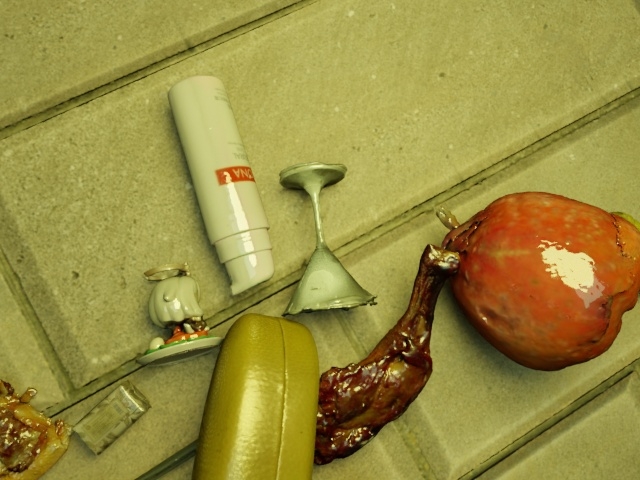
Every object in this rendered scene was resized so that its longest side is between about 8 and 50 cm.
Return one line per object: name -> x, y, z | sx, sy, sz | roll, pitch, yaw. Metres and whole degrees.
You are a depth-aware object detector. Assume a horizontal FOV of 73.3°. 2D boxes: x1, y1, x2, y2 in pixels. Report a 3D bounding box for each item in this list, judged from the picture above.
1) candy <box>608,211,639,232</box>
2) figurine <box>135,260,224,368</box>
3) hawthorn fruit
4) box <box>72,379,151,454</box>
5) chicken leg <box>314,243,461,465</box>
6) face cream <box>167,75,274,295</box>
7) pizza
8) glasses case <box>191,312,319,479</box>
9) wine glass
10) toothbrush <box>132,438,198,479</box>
candy -> 0.567, 0.035, 0.778 | 0.199, 0.094, 0.106 | 35, 80, -9
figurine -> -0.231, 0.108, 0.671 | 0.132, 0.132, 0.153 | -15, 73, -8
hawthorn fruit -> 0.311, 0.037, 0.673 | 0.307, 0.276, 0.276 | 32, 80, 20
box -> -0.322, 0.274, 0.669 | 0.098, 0.045, 0.062 | -41, 90, -8
chicken leg -> 0.099, 0.189, 0.683 | 0.158, 0.096, 0.407 | 32, 98, -26
face cream -> -0.155, -0.088, 0.702 | 0.102, 0.102, 0.345 | -18, 86, -8
pizza -> -0.477, 0.277, 0.638 | 0.154, 0.069, 0.193 | -30, 89, -8
glasses case -> -0.096, 0.280, 0.581 | 0.141, 0.173, 0.371 | 16, 63, -23
wine glass -> 0.000, 0.000, 0.694 | 0.156, 0.156, 0.232 | -6, 80, -7
toothbrush -> -0.258, 0.365, 0.674 | 0.297, 0.030, 0.030 | -31, 96, -9
